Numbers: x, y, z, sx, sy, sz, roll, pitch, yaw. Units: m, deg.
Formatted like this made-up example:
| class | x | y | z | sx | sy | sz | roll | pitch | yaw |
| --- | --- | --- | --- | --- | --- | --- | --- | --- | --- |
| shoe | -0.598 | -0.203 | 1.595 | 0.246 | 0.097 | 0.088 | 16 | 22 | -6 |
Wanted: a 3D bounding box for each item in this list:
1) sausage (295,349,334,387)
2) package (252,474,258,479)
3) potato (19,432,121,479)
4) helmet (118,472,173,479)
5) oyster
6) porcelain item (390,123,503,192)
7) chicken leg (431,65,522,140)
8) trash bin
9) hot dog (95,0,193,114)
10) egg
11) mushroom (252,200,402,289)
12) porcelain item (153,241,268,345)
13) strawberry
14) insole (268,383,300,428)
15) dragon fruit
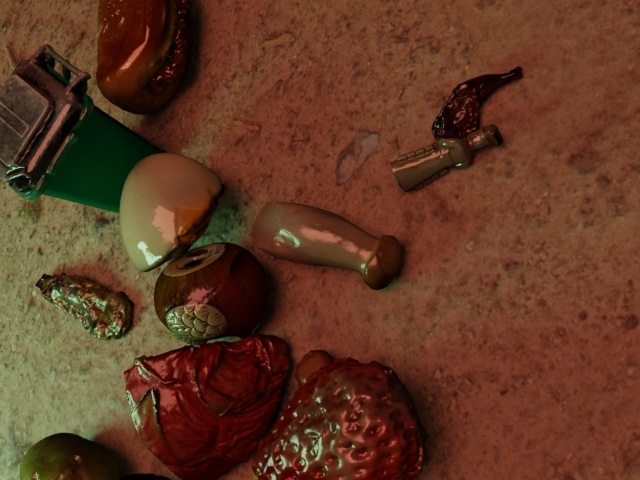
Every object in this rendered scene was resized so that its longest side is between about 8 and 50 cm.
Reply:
| class | x | y | z | sx | sy | sz | roll | pitch | yaw |
| --- | --- | --- | --- | --- | --- | --- | --- | --- | --- |
| sausage | 0.064 | 0.324 | 1.243 | 0.300 | 0.083 | 0.089 | 42 | 99 | 31 |
| package | -0.080 | 0.497 | 1.270 | 0.168 | 0.090 | 0.226 | 25 | 91 | 31 |
| potato | -0.552 | 0.514 | 1.459 | 0.228 | 0.197 | 0.149 | 20 | 96 | 58 |
| helmet | -0.320 | 0.603 | 1.301 | 0.279 | 0.230 | 0.160 | 29 | 102 | 43 |
| oyster | -0.606 | 0.154 | 1.649 | 0.345 | 0.078 | 0.129 | 20 | 96 | 27 |
| porcelain item | 0.244 | -0.167 | 1.275 | 0.213 | 0.084 | 0.054 | -25 | 40 | 20 |
| chicken leg | 0.298 | -0.271 | 1.285 | 0.093 | 0.053 | 0.205 | 38 | 104 | 6 |
| trash bin | -0.547 | -0.227 | 1.526 | 0.259 | 0.381 | 0.295 | 36 | 94 | 29 |
| hot dog | -0.429 | -0.528 | 1.650 | 0.223 | 0.185 | 0.405 | -13 | 72 | 26 |
| egg | -0.352 | -0.075 | 1.435 | 0.264 | 0.174 | 0.286 | -31 | 31 | 32 |
| mushroom | 0.000 | 0.000 | 1.336 | 0.350 | 0.128 | 0.128 | 20 | 87 | 26 |
| porcelain item | -0.216 | 0.132 | 1.386 | 0.253 | 0.253 | 0.253 | -7 | 75 | 26 |
| strawberry | 0.010 | 0.348 | 1.130 | 0.336 | 0.149 | 0.265 | -33 | 65 | 18 |
| insole | -0.108 | 0.362 | 1.366 | 0.193 | 0.006 | 0.065 | -42 | 62 | 14 |
| dragon fruit | -0.221 | 0.288 | 1.359 | 0.330 | 0.302 | 0.240 | -37 | 30 | 1 |
